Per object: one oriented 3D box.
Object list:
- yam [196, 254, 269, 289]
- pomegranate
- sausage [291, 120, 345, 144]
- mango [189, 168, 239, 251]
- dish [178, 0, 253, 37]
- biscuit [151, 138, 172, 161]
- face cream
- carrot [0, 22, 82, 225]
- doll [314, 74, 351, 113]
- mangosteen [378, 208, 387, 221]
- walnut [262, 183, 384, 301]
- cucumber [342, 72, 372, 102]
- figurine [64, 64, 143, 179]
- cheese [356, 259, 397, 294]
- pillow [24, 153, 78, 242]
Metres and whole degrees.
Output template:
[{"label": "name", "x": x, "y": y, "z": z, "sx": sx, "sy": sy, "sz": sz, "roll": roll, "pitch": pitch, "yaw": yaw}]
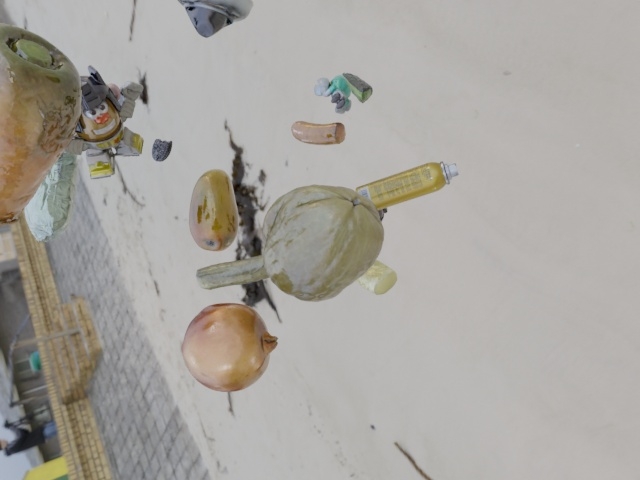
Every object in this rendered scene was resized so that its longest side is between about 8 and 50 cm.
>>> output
[{"label": "yam", "x": -0.170, "y": 0.076, "z": 1.481, "sx": 0.083, "sy": 0.372, "sz": 0.083, "roll": 167, "pitch": 90, "yaw": -88}, {"label": "pomegranate", "x": -0.207, "y": 0.234, "z": 1.143, "sx": 0.209, "sy": 0.209, "sz": 0.209, "roll": 34, "pitch": 131, "yaw": 50}, {"label": "sausage", "x": -0.017, "y": -0.475, "z": 2.257, "sx": 0.271, "sy": 0.109, "sz": 0.108, "roll": 14, "pitch": 117, "yaw": 36}, {"label": "mango", "x": -0.384, "y": -0.117, "z": 1.852, "sx": 0.211, "sy": 0.173, "sz": 0.316, "roll": 64, "pitch": -156, "yaw": -74}, {"label": "dish", "x": -0.194, "y": -0.396, "z": 0.891, "sx": 0.141, "sy": 0.141, "sz": 0.077, "roll": 23, "pitch": 102, "yaw": 55}, {"label": "biscuit", "x": -0.488, "y": -0.283, "z": 1.565, "sx": 0.089, "sy": 0.027, "sz": 0.087, "roll": -44, "pitch": 55, "yaw": 27}, {"label": "face cream", "x": 0.300, "y": -0.191, "z": 1.760, "sx": 0.349, "sy": 0.105, "sz": 0.104, "roll": -18, "pitch": 86, "yaw": 17}, {"label": "carrot", "x": -0.586, "y": -0.210, "z": 0.933, "sx": 0.340, "sy": 0.224, "sz": 0.224, "roll": -45, "pitch": 60, "yaw": 26}, {"label": "doll", "x": 0.058, "y": -0.667, "z": 2.296, "sx": 0.153, "sy": 0.258, "sz": 0.194, "roll": -32, "pitch": 90, "yaw": 23}, {"label": "mangosteen", "x": 0.197, "y": -0.132, "z": 2.136, "sx": 0.166, "sy": 0.180, "sz": 0.166, "roll": 28, "pitch": 154, "yaw": 15}, {"label": "walnut", "x": 0.000, "y": 0.000, "z": 1.108, "sx": 0.227, "sy": 0.283, "sz": 0.282, "roll": -72, "pitch": -5, "yaw": -51}, {"label": "cucumber", "x": 0.123, "y": -0.475, "z": 1.601, "sx": 0.220, "sy": 0.046, "sz": 0.070, "roll": -112, "pitch": -2, "yaw": -57}, {"label": "figurine", "x": -0.595, "y": -0.316, "z": 1.348, "sx": 0.143, "sy": 0.308, "sz": 0.308, "roll": 13, "pitch": 122, "yaw": 14}, {"label": "cheese", "x": 0.190, "y": 0.124, "z": 1.888, "sx": 0.167, "sy": 0.123, "sz": 0.093, "roll": 34, "pitch": 137, "yaw": 46}, {"label": "pillow", "x": -0.792, "y": -0.153, "z": 1.504, "sx": 0.284, "sy": 0.138, "sz": 0.309, "roll": -4, "pitch": 82, "yaw": 56}]
